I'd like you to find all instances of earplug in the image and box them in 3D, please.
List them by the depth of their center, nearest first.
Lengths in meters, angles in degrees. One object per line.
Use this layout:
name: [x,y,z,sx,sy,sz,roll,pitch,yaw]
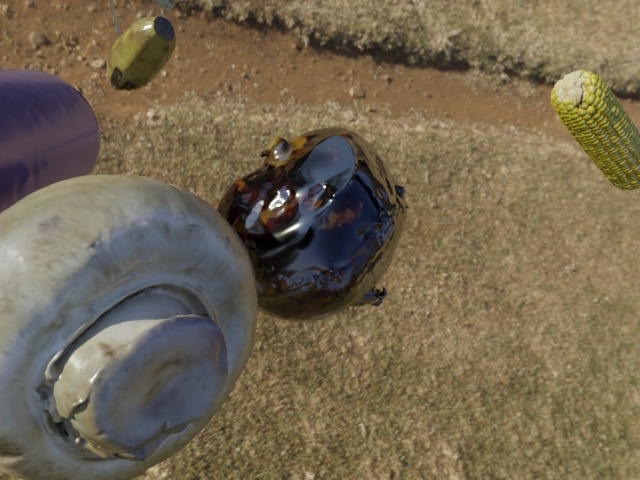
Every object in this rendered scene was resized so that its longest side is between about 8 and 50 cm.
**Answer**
earplug: [-0.396,-0.095,0.650,0.215,0.215,0.456,34,19,-7]

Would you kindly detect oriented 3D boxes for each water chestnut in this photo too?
water chestnut: [0.000,0.000,0.984,0.346,0.336,0.335,55,43,-36]

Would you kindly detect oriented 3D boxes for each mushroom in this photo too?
mushroom: [-0.148,0.069,0.437,0.255,0.184,0.254,-10,104,-43]

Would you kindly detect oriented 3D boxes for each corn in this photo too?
corn: [0.443,-0.168,0.911,0.248,0.081,0.081,34,49,-33]

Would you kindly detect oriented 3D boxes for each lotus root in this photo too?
lotus root: [-0.398,-0.417,1.305,0.110,0.259,0.097,18,64,-37]

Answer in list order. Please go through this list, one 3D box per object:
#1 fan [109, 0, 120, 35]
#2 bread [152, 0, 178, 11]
fan: [-0.203,-0.321,0.461,0.010,0.182,0.309,-10,103,4]
bread: [-0.404,-0.667,1.497,0.106,0.082,0.125,28,45,-33]
